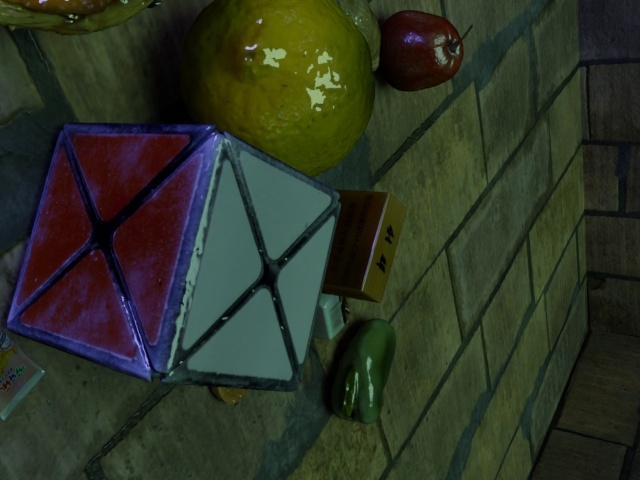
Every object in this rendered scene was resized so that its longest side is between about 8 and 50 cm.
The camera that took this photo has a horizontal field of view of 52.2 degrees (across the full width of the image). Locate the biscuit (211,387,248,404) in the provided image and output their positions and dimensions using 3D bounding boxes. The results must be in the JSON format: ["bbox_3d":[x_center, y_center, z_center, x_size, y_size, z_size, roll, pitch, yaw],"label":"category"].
[{"bbox_3d":[-0.122,0.196,1.038,0.140,0.023,0.118,-59,140,-32],"label":"biscuit"}]

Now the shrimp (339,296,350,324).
[{"bbox_3d":[0.033,0.037,1.191,0.133,0.053,0.236,34,59,-69],"label":"shrimp"}]

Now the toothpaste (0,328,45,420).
[{"bbox_3d":[-0.355,0.105,0.671,0.067,0.042,0.195,-58,144,-37],"label":"toothpaste"}]

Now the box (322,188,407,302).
[{"bbox_3d":[0.000,0.000,0.991,0.070,0.237,0.152,32,70,-48],"label":"box"}]

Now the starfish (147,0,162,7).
[{"bbox_3d":[-0.011,-0.394,0.777,0.383,0.398,0.132,-37,111,-37],"label":"starfish"}]

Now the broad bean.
[{"bbox_3d":[0.089,0.258,1.305,0.228,0.100,0.169,-57,148,-51],"label":"broad bean"}]

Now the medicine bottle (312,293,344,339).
[{"bbox_3d":[-0.008,0.109,1.143,0.055,0.074,0.118,-39,126,-45],"label":"medicine bottle"}]

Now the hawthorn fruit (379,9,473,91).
[{"bbox_3d":[0.213,-0.366,1.261,0.162,0.203,0.163,-20,116,-50],"label":"hawthorn fruit"}]

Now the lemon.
[{"bbox_3d":[-0.052,-0.203,0.862,0.310,0.253,0.254,29,71,-76],"label":"lemon"}]

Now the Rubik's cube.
[{"bbox_3d":[-0.157,0.020,0.757,0.260,0.259,0.255,26,76,-58],"label":"Rubik's cube"}]

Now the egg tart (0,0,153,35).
[{"bbox_3d":[-0.264,-0.339,0.603,0.290,0.115,0.291,-7,114,-16],"label":"egg tart"}]

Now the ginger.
[{"bbox_3d":[0.041,-0.366,1.100,0.216,0.102,0.157,29,66,-57],"label":"ginger"}]
